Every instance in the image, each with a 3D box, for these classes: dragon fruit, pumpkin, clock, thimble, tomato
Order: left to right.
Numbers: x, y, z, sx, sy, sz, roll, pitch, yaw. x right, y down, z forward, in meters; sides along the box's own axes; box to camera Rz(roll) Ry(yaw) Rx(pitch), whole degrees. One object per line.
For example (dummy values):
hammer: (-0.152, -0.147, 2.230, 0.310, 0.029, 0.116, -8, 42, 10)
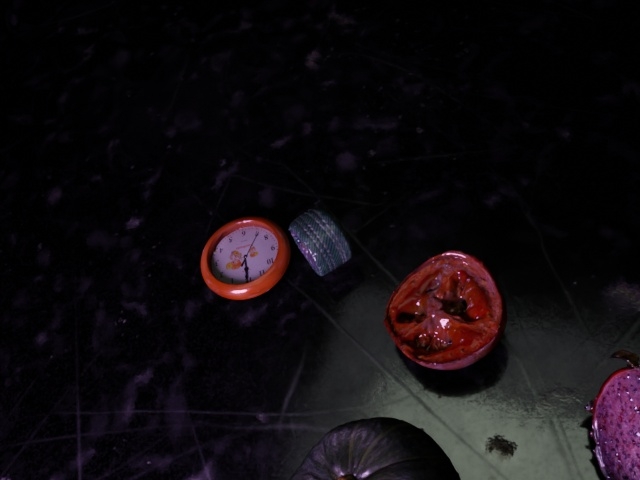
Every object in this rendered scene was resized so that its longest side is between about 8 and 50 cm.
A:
clock: (-0.164, 0.037, 1.357, 0.205, 0.051, 0.205, -8, 57, 12)
thimble: (0.001, 0.002, 1.287, 0.090, 0.119, 0.135, -32, 39, -9)
pumpkin: (0.076, 0.421, 0.939, 0.300, 0.207, 0.300, -20, 40, 18)
tomato: (0.236, 0.138, 1.138, 0.227, 0.101, 0.228, -14, 53, 19)
dragon fruit: (0.525, 0.289, 0.908, 0.148, 0.219, 0.224, -1, 28, -18)
